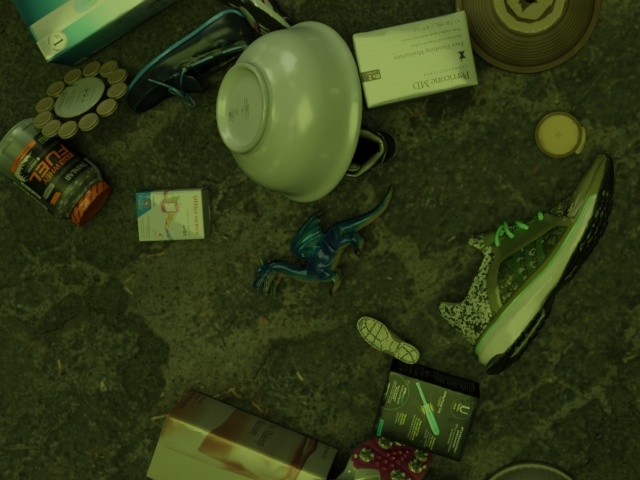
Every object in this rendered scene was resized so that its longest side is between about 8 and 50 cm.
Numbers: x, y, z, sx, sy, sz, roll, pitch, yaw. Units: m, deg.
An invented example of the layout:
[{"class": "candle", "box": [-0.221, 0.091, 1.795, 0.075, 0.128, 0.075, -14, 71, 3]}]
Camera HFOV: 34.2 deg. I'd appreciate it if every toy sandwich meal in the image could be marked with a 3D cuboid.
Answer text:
[{"class": "toy sandwich meal", "box": [0.401, -0.177, 1.738, 0.085, 0.029, 0.086, 2, 99, 13]}]

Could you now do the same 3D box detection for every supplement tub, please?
[{"class": "supplement tub", "box": [-0.469, -0.118, 1.831, 0.190, 0.117, 0.117, 37, 101, 2]}]

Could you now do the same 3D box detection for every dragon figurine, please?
[{"class": "dragon figurine", "box": [0.000, 0.000, 1.791, 0.144, 0.085, 0.289, 34, 102, 2]}]

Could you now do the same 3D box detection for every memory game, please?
[{"class": "memory game", "box": [-0.414, -0.244, 1.795, 0.186, 0.186, 0.012, -19, 137, 11]}]

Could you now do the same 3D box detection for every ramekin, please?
[{"class": "ramekin", "box": [0.365, 0.496, 1.790, 0.207, 0.109, 0.207, 1, 98, 9]}]

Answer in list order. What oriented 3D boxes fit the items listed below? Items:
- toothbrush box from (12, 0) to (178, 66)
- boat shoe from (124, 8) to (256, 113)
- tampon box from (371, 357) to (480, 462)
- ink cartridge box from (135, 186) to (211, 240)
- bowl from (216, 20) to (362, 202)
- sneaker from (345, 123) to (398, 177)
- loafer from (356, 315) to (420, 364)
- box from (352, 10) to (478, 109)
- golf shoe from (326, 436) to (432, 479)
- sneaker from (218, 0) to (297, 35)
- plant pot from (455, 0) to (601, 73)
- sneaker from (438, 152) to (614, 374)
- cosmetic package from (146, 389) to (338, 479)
[{"class": "toothbrush box", "box": [-0.375, -0.464, 1.767, 0.295, 0.126, 0.216, -29, 91, 10]}, {"class": "boat shoe", "box": [-0.222, -0.287, 1.761, 0.258, 0.109, 0.089, -35, 84, 23]}, {"class": "tampon box", "box": [0.183, 0.290, 1.793, 0.161, 0.101, 0.121, 17, 99, 5]}, {"class": "ink cartridge box", "box": [-0.259, -0.047, 1.841, 0.122, 0.052, 0.089, -3, 97, 8]}, {"class": "bowl", "box": [-0.075, -0.209, 1.666, 0.297, 0.134, 0.298, 1, 91, 52]}, {"class": "sneaker", "box": [0.010, -0.142, 1.733, 0.226, 0.163, 0.086, -11, 97, 11]}, {"class": "loafer", "box": [0.118, 0.176, 1.822, 0.125, 0.039, 0.045, 33, 93, 6]}, {"class": "box", "box": [0.149, -0.285, 1.675, 0.180, 0.182, 0.119, -12, 95, 3]}, {"class": "golf shoe", "box": [0.070, 0.438, 1.772, 0.115, 0.306, 0.140, 40, 135, 26]}, {"class": "sneaker", "box": [-0.105, -0.415, 1.762, 0.178, 0.072, 0.077, 38, 67, -12]}, {"class": "plant pot", "box": [0.336, -0.389, 1.678, 0.237, 0.110, 0.238, 1, 97, 8]}, {"class": "sneaker", "box": [0.334, 0.014, 1.725, 0.182, 0.158, 0.410, 35, 97, 20]}, {"class": "cosmetic package", "box": [-0.134, 0.391, 1.831, 0.296, 0.153, 0.129, 21, 101, 4]}]
